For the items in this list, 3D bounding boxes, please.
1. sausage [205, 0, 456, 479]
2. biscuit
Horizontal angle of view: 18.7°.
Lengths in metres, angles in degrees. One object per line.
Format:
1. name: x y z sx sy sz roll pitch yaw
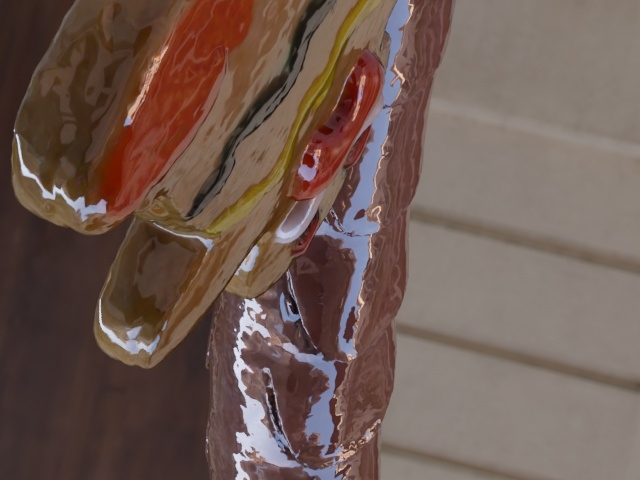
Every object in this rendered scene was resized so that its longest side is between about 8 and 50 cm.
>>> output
1. sausage: -0.001 -0.001 0.802 0.088 0.433 0.088 5 -145 -3
2. biscuit: -0.007 -0.042 0.488 0.036 0.165 0.250 27 168 9
